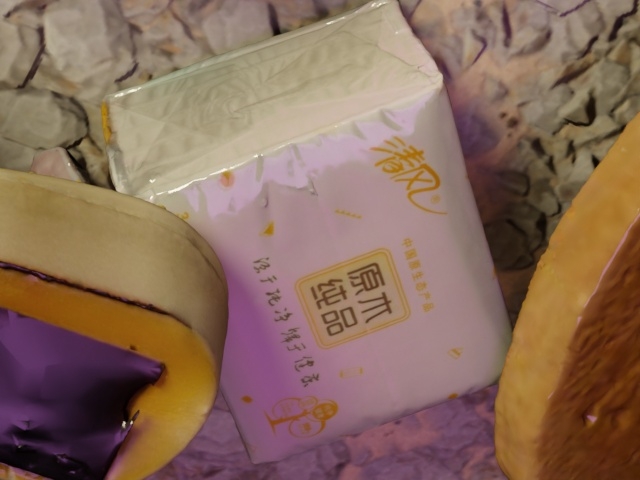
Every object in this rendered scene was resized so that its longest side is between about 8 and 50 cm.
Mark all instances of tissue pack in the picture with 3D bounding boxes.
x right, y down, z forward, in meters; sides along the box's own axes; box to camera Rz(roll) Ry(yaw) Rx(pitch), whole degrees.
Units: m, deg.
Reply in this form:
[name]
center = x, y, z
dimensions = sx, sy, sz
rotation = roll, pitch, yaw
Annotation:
[tissue pack]
center = 0.000, 0.000, 0.878
dimensions = 0.185, 0.124, 0.225
rotation = -21, 129, 0

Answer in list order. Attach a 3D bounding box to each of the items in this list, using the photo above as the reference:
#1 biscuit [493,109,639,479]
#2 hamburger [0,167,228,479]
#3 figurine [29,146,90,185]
[biscuit]
center = 0.273, 0.019, 0.936
dimensions = 0.365, 0.062, 0.385
rotation = 19, 110, -43
[hamburger]
center = -0.149, 0.047, 0.747
dimensions = 0.210, 0.116, 0.173
rotation = 16, 115, -23
[figurine]
center = -0.227, 0.085, 0.864
dimensions = 0.287, 0.186, 0.176
rotation = -29, 132, -1
